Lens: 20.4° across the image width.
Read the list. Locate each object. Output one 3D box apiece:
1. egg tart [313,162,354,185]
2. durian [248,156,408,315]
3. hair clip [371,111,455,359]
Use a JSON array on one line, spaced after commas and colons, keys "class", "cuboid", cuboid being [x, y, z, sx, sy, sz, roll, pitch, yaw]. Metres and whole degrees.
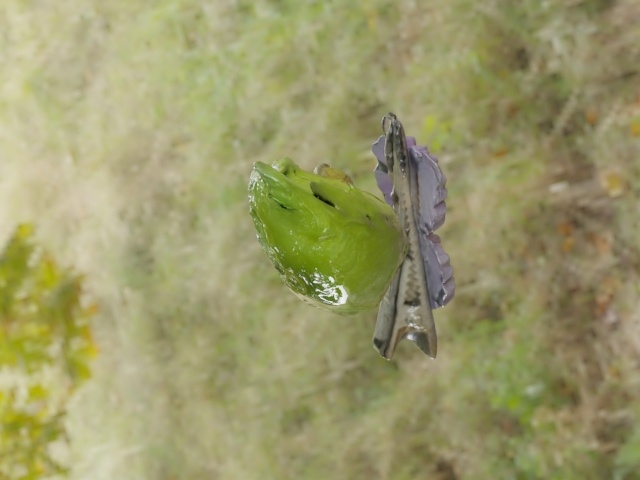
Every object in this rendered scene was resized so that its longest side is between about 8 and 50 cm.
[{"class": "egg tart", "cuboid": [0.018, -0.044, 2.036, 0.105, 0.039, 0.105, -9, -90, -74]}, {"class": "durian", "cuboid": [0.000, 0.000, 1.469, 0.250, 0.139, 0.101, 75, -141, -81]}, {"class": "hair clip", "cuboid": [0.084, -0.005, 1.773, 0.106, 0.084, 0.292, 43, 145, 47]}]
